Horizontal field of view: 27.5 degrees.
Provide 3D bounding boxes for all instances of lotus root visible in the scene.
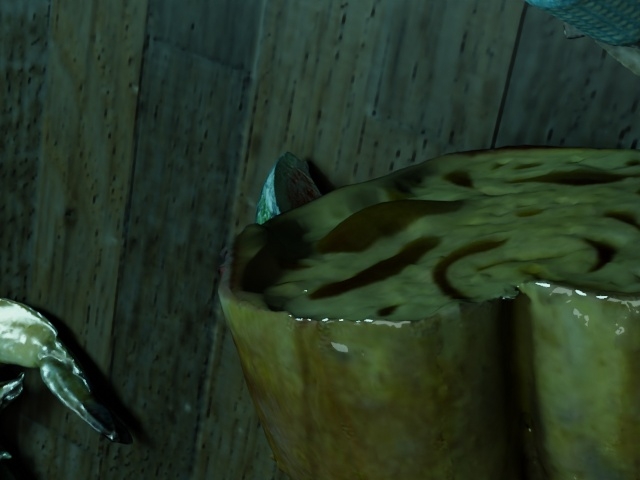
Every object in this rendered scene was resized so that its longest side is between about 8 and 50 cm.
[{"bbox_3d":[0.076,0.065,0.472,0.188,0.199,0.180,10,113,46],"label":"lotus root"}]

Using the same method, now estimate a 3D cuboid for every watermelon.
[{"bbox_3d":[0.000,0.000,0.601,0.061,0.085,0.085,0,111,-9],"label":"watermelon"}]

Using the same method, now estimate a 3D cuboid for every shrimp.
[{"bbox_3d":[-0.170,0.126,0.748,0.150,0.051,0.217,-36,81,29],"label":"shrimp"}]

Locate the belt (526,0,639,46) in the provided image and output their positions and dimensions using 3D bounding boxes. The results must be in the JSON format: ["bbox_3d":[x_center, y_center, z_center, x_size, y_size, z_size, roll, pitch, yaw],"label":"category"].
[{"bbox_3d":[0.119,-0.153,0.413,0.100,0.065,0.179,9,86,50],"label":"belt"}]

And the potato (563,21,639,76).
[{"bbox_3d":[0.225,-0.065,0.416,0.261,0.100,0.120,25,83,42],"label":"potato"}]
